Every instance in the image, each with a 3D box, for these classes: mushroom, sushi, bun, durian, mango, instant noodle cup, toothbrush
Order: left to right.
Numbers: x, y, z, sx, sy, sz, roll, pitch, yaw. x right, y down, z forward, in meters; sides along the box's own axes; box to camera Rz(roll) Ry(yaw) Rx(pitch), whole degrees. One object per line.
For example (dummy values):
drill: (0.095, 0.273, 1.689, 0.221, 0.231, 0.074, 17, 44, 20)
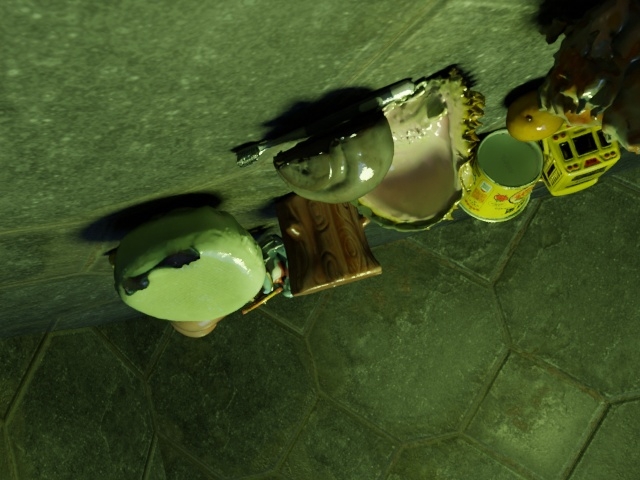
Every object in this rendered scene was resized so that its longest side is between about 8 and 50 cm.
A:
bun: (-0.255, 0.027, 1.116, 0.293, 0.187, 0.293, -5, 145, -4)
toothbrush: (-0.001, -0.165, 0.805, 0.288, 0.026, 0.024, -19, 130, 19)
mushroom: (0.029, -0.112, 0.813, 0.188, 0.117, 0.141, -16, -148, 43)
durian: (0.146, -0.112, 0.892, 0.305, 0.196, 0.185, -24, 176, 37)
instant noodle cup: (0.388, -0.148, 1.211, 0.182, 0.182, 0.144, -15, 163, -5)
mango: (0.377, -0.218, 0.985, 0.102, 0.085, 0.184, -23, 180, 22)
sushi: (0.425, -0.150, 0.603, 0.417, 0.417, 0.176, -10, 129, -35)

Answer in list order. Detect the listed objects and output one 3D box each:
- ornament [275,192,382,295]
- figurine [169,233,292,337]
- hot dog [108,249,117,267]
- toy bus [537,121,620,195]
ornament: (0.000, 0.000, 1.273, 0.221, 0.218, 0.235, -8, 170, -45)
figurine: (-0.258, 0.108, 1.475, 0.388, 0.248, 0.276, -24, -166, -25)
hot dog: (-0.385, 0.030, 1.276, 0.242, 0.073, 0.084, -21, 166, 32)
toy bus: (0.561, -0.192, 1.265, 0.145, 0.151, 0.331, -20, 171, 14)
